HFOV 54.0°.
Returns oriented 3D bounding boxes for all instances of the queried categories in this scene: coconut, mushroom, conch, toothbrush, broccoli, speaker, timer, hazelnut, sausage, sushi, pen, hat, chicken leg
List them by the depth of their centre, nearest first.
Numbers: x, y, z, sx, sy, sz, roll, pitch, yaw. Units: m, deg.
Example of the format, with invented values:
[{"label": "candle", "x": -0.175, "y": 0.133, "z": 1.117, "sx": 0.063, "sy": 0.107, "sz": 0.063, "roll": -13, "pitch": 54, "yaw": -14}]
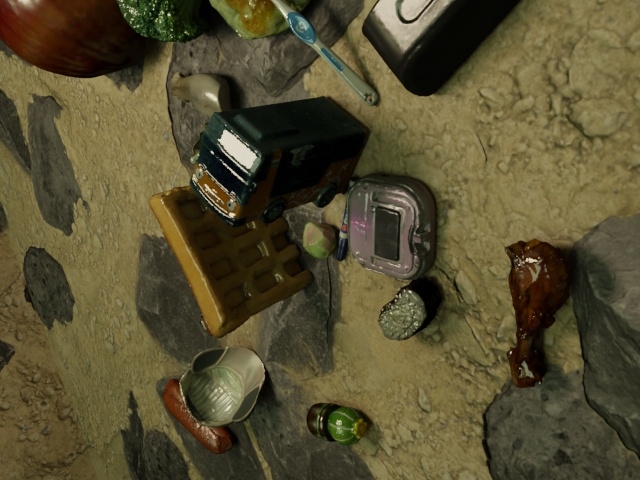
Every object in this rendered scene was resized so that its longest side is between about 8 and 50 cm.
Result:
[{"label": "speaker", "x": 0.188, "y": -0.399, "z": 0.957, "sx": 0.180, "sy": 0.184, "sz": 0.388, "roll": 56, "pitch": 138, "yaw": 11}, {"label": "chicken leg", "x": 0.366, "y": 0.130, "z": 1.087, "sx": 0.113, "sy": 0.093, "sz": 0.304, "roll": 42, "pitch": 143, "yaw": 49}, {"label": "toothbrush", "x": -0.028, "y": -0.403, "z": 1.210, "sx": 0.386, "sy": 0.040, "sz": 0.040, "roll": 45, "pitch": 137, "yaw": -6}, {"label": "timer", "x": 0.137, "y": -0.027, "z": 1.256, "sx": 0.191, "sy": 0.069, "sz": 0.208, "roll": 14, "pitch": 115, "yaw": 38}, {"label": "sushi", "x": 0.182, "y": 0.143, "z": 1.274, "sx": 0.090, "sy": 0.078, "sz": 0.150, "roll": 43, "pitch": 132, "yaw": 15}, {"label": "pen", "x": 0.058, "y": -0.043, "z": 1.358, "sx": 0.025, "sy": 0.025, "sz": 0.204, "roll": 32, "pitch": 128, "yaw": 32}, {"label": "broccoli", "x": -0.326, "y": -0.559, "z": 1.399, "sx": 0.270, "sy": 0.270, "sz": 0.270, "roll": -25, "pitch": 88, "yaw": 17}, {"label": "coconut", "x": 0.000, "y": 0.000, "z": 1.401, "sx": 0.083, "sy": 0.081, "sz": 0.082, "roll": 143, "pitch": 136, "yaw": -61}, {"label": "conch", "x": -0.243, "y": -0.215, "z": 1.523, "sx": 0.234, "sy": 0.137, "sz": 0.114, "roll": 1, "pitch": 134, "yaw": 54}, {"label": "mushroom", "x": -0.296, "y": -0.360, "z": 1.533, "sx": 0.225, "sy": 0.093, "sz": 0.116, "roll": 25, "pitch": 144, "yaw": 31}, {"label": "hazelnut", "x": -0.635, "y": -0.601, "z": 1.563, "sx": 0.429, "sy": 0.402, "sz": 0.402, "roll": -18, "pitch": 93, "yaw": 41}, {"label": "hat", "x": -0.273, "y": 0.414, "z": 1.811, "sx": 0.232, "sy": 0.161, "sz": 0.275, "roll": 46, "pitch": 111, "yaw": 6}, {"label": "sausage", "x": -0.408, "y": 0.574, "z": 2.047, "sx": 0.330, "sy": 0.102, "sz": 0.102, "roll": 33, "pitch": 128, "yaw": 32}]

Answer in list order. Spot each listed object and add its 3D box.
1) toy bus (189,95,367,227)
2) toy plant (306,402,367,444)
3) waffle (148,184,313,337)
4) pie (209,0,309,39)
[{"label": "toy bus", "x": -0.074, "y": -0.161, "z": 1.225, "sx": 0.162, "sy": 0.323, "sz": 0.194, "roll": 44, "pitch": 130, "yaw": 24}, {"label": "toy plant", "x": 0.044, "y": 0.449, "z": 1.537, "sx": 0.162, "sy": 0.093, "sz": 0.092, "roll": -2, "pitch": 106, "yaw": 46}, {"label": "waffle", "x": -0.196, "y": 0.011, "z": 1.438, "sx": 0.077, "sy": 0.304, "sz": 0.348, "roll": -26, "pitch": 90, "yaw": 47}, {"label": "pie", "x": -0.140, "y": -0.549, "z": 1.262, "sx": 0.257, "sy": 0.105, "sz": 0.274, "roll": -3, "pitch": 116, "yaw": 28}]
